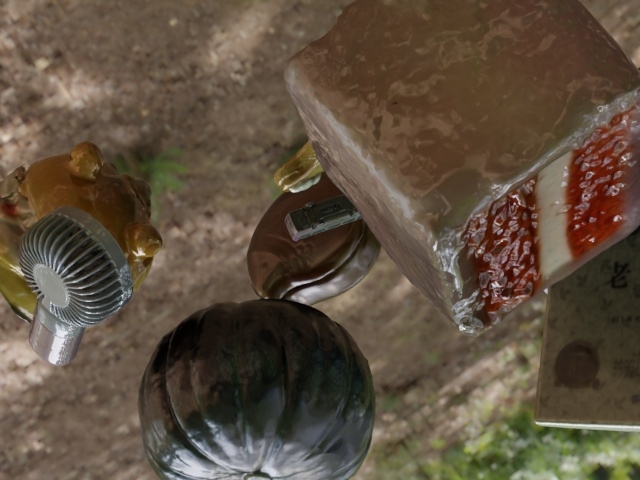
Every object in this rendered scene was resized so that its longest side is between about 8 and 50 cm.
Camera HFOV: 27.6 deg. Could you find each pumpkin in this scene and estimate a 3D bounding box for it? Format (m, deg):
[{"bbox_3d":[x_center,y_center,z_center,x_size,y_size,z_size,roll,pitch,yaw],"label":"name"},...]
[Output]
[{"bbox_3d":[-0.095,0.250,1.944,0.363,0.266,0.363,-5,142,-4],"label":"pumpkin"}]

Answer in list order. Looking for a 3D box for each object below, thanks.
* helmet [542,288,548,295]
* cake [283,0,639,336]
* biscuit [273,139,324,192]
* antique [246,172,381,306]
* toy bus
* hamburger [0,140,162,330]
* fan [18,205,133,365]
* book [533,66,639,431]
[{"bbox_3d":[0.417,-0.056,1.973,0.197,0.271,0.338,18,82,-71],"label":"helmet"},{"bbox_3d":[0.137,-0.088,1.130,0.237,0.230,0.309,-37,154,-3],"label":"cake"},{"bbox_3d":[0.047,-0.133,1.305,0.158,0.035,0.240,-38,173,-48],"label":"biscuit"},{"bbox_3d":[0.000,0.000,2.164,0.278,0.223,0.129,-52,131,-3],"label":"antique"},{"bbox_3d":[0.013,-0.037,1.800,0.130,0.037,0.052,-19,165,-23],"label":"toy bus"},{"bbox_3d":[-0.365,-0.016,1.964,0.237,0.276,0.276,-38,162,17],"label":"hamburger"},{"bbox_3d":[-0.282,0.061,1.454,0.074,0.130,0.244,-41,168,-38],"label":"fan"},{"bbox_3d":[0.351,0.001,1.306,0.269,0.389,0.032,-5,160,39],"label":"book"}]
